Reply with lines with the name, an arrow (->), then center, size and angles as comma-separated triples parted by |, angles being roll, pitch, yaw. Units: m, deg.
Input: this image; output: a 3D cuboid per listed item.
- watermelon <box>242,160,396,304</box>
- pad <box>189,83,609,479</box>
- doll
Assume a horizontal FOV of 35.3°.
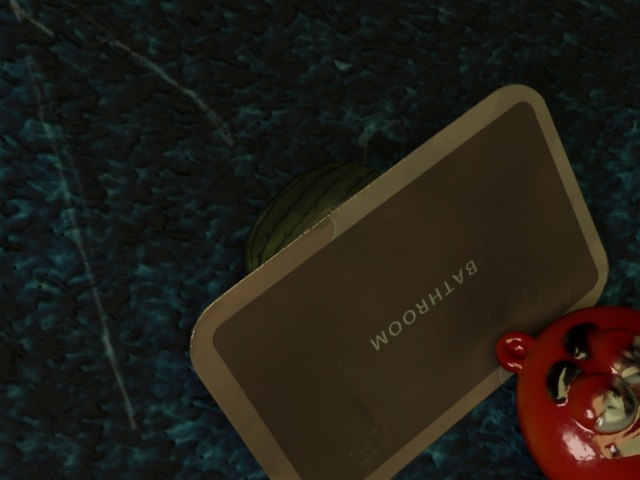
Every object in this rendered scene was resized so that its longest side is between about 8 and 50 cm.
watermelon -> 0.000, 0.000, 0.606 | 0.110, 0.078, 0.078 | -40, 90, -13
pad -> 0.061, 0.040, 0.604 | 0.266, 0.002, 0.176 | -37, 118, -15
doll -> 0.209, 0.114, 0.622 | 0.217, 0.085, 0.183 | 41, 66, -1
